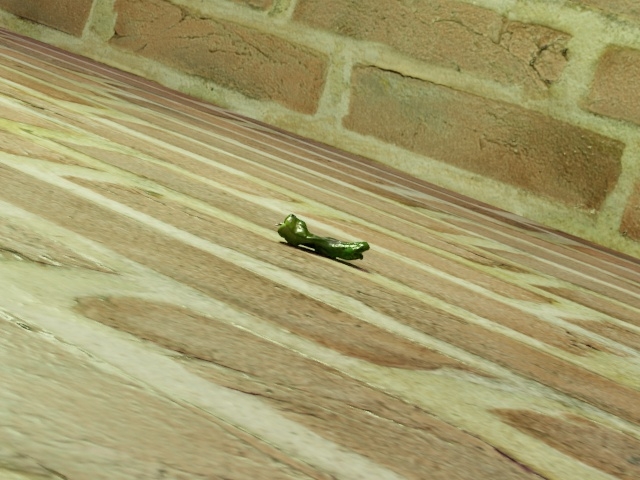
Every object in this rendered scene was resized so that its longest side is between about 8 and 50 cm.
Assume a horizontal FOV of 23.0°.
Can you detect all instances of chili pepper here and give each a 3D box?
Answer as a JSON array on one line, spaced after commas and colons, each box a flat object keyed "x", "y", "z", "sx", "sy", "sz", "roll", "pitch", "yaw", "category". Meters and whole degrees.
[{"x": 0.000, "y": 0.001, "z": 1.462, "sx": 0.091, "sy": 0.034, "sz": 0.030, "roll": 19, "pitch": 40, "yaw": 4, "category": "chili pepper"}]
